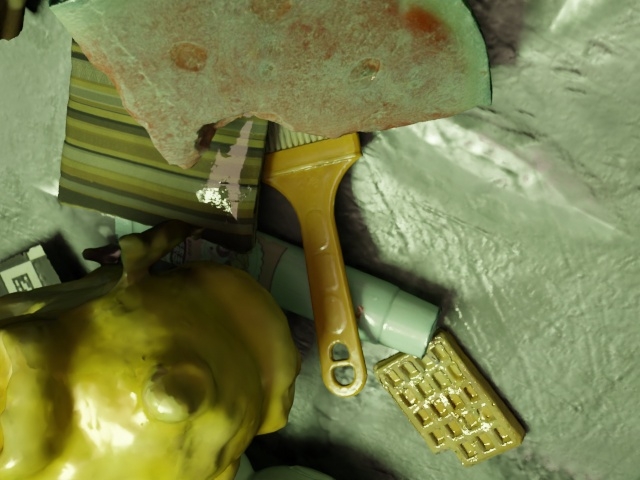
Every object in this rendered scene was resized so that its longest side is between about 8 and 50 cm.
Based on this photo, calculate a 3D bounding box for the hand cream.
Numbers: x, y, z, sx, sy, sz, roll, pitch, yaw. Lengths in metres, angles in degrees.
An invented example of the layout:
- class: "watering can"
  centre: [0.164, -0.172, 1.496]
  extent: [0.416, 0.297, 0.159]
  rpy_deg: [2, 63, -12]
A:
- class: "hand cream"
  centre: [-0.049, 0.024, 0.716]
  extent: [0.331, 0.058, 0.085]
  rpy_deg: [22, 132, 15]

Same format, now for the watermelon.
- class: "watermelon"
  centre: [-0.033, -0.152, 0.558]
  extent: [0.318, 0.148, 0.226]
  rpy_deg: [8, 135, -25]

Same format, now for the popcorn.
- class: "popcorn"
  centre: [-0.161, 0.130, 0.638]
  extent: [0.297, 0.316, 0.281]
  rpy_deg: [-11, 87, 1]

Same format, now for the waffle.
- class: "waffle"
  centre: [0.121, 0.155, 0.727]
  extent: [0.092, 0.021, 0.135]
  rpy_deg: [-34, 96, 26]

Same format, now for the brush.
- class: "brush"
  centre: [0.000, 0.000, 0.658]
  extent: [0.103, 0.013, 0.272]
  rpy_deg: [-11, 87, 23]

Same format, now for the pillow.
- class: "pillow"
  centre: [-0.137, -0.112, 0.673]
  extent: [0.208, 0.052, 0.212]
  rpy_deg: [15, 106, 19]

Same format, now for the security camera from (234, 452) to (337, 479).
- class: "security camera"
  centre: [-0.055, 0.314, 0.763]
  extent: [0.236, 0.194, 0.195]
  rpy_deg: [19, 117, 7]

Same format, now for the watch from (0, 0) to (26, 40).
- class: "watch"
  centre: [-0.485, -0.189, 0.670]
  extent: [0.335, 0.314, 0.327]
  rpy_deg: [39, 131, -12]

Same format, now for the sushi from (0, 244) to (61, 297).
- class: "sushi"
  centre: [-0.310, 0.126, 0.844]
  extent: [0.192, 0.050, 0.215]
  rpy_deg: [-24, 97, 22]
